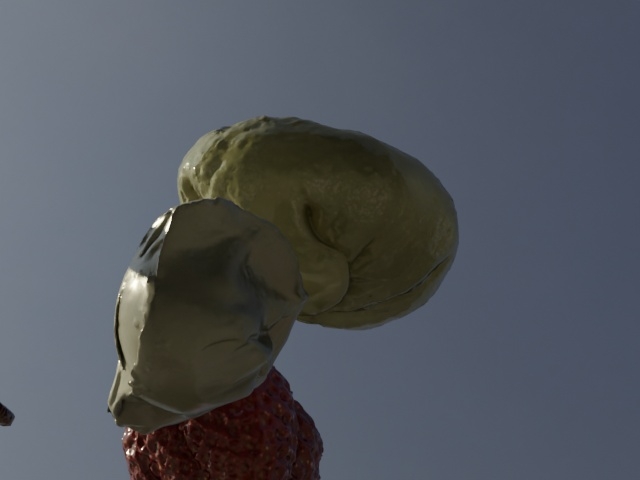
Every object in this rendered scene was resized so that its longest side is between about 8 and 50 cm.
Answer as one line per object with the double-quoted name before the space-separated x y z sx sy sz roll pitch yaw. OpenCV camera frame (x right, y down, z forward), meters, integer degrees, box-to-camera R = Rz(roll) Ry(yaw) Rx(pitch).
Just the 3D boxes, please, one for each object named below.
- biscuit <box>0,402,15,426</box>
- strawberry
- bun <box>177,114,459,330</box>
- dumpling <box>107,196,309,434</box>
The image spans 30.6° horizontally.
"biscuit" -0.401 0.165 1.298 0.126 0.025 0.206 27 -19 23
"strawberry" -0.116 0.271 1.374 0.238 0.288 0.250 -20 -35 16
"bun" 0.000 0.000 1.046 0.259 0.160 0.259 8 -18 3
"dumpling" -0.073 0.058 0.777 0.127 0.108 0.188 7 -65 -20
